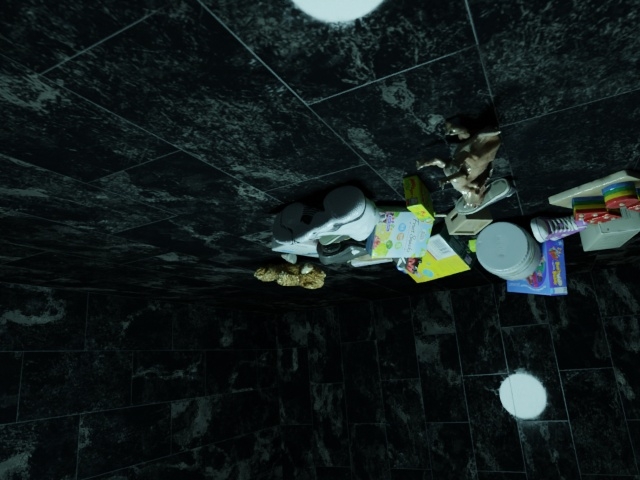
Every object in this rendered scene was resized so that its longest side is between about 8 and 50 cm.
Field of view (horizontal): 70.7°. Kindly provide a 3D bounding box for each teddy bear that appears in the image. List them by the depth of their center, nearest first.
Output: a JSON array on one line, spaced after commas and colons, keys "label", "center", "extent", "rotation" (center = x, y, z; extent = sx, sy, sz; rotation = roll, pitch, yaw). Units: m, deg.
[{"label": "teddy bear", "center": [-0.146, 0.150, 2.143], "extent": [0.338, 0.113, 0.245], "rotation": [7, -175, 42]}]

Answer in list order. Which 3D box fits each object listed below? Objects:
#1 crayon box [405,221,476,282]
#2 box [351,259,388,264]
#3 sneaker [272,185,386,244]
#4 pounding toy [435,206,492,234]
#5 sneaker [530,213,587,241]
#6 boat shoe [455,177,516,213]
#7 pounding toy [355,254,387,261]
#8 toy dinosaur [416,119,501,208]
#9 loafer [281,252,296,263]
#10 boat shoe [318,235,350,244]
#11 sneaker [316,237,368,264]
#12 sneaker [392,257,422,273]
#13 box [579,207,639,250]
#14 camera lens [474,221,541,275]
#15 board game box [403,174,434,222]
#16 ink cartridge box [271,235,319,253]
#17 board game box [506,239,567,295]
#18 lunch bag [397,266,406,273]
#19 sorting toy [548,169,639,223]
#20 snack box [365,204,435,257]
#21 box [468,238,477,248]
[{"label": "crayon box", "center": [0.463, 0.060, 1.902], "extent": [0.202, 0.081, 0.319], "rotation": [45, 147, -12]}, {"label": "box", "center": [0.304, 0.065, 2.104], "extent": [0.324, 0.067, 0.063], "rotation": [-11, 163, 20]}, {"label": "sneaker", "center": [0.029, -0.054, 1.458], "extent": [0.366, 0.137, 0.210], "rotation": [-20, 156, 34]}, {"label": "pounding toy", "center": [0.505, -0.082, 1.609], "extent": [0.130, 0.100, 0.141], "rotation": [0, 153, -19]}, {"label": "sneaker", "center": [0.942, -0.066, 1.766], "extent": [0.282, 0.102, 0.161], "rotation": [-4, 165, -44]}, {"label": "boat shoe", "center": [0.526, -0.131, 1.439], "extent": [0.065, 0.075, 0.206], "rotation": [10, 155, -32]}, {"label": "pounding toy", "center": [0.187, 0.037, 1.899], "extent": [0.181, 0.094, 0.206], "rotation": [-10, 170, 33]}, {"label": "toy dinosaur", "center": [0.371, -0.200, 1.082], "extent": [0.201, 0.127, 0.295], "rotation": [-7, 154, -17]}, {"label": "loafer", "center": [-0.143, 0.076, 2.073], "extent": [0.039, 0.045, 0.125], "rotation": [12, 171, 15]}, {"label": "boat shoe", "center": [0.092, -0.047, 1.619], "extent": [0.228, 0.081, 0.069], "rotation": [-24, 169, 39]}, {"label": "sneaker", "center": [0.122, 0.026, 1.767], "extent": [0.287, 0.109, 0.130], "rotation": [-9, 152, -6]}, {"label": "sneaker", "center": [0.337, 0.023, 1.807], "extent": [0.135, 0.097, 0.276], "rotation": [17, 143, 23]}, {"label": "box", "center": [1.146, -0.054, 1.797], "extent": [0.148, 0.121, 0.311], "rotation": [-9, 164, 16]}, {"label": "camera lens", "center": [0.780, 0.046, 1.875], "extent": [0.220, 0.219, 0.274], "rotation": [-14, 162, 31]}, {"label": "board game box", "center": [0.302, -0.122, 1.373], "extent": [0.043, 0.092, 0.181], "rotation": [-11, 163, 24]}, {"label": "ink cartridge box", "center": [0.000, 0.000, 1.786], "extent": [0.296, 0.066, 0.261], "rotation": [10, 160, -42]}, {"label": "board game box", "center": [0.968, 0.123, 2.056], "extent": [0.078, 0.233, 0.347], "rotation": [-2, 177, -6]}, {"label": "lunch bag", "center": [0.450, 0.102, 2.241], "extent": [0.129, 0.096, 0.151], "rotation": [-11, 149, 31]}, {"label": "sorting toy", "center": [0.972, -0.132, 1.529], "extent": [0.256, 0.089, 0.257], "rotation": [5, 162, -31]}, {"label": "snack box", "center": [0.273, -0.031, 1.554], "extent": [0.207, 0.174, 0.070], "rotation": [-1, -154, -16]}, {"label": "box", "center": [0.784, 0.016, 2.101], "extent": [0.178, 0.042, 0.109], "rotation": [-7, 165, 13]}]
